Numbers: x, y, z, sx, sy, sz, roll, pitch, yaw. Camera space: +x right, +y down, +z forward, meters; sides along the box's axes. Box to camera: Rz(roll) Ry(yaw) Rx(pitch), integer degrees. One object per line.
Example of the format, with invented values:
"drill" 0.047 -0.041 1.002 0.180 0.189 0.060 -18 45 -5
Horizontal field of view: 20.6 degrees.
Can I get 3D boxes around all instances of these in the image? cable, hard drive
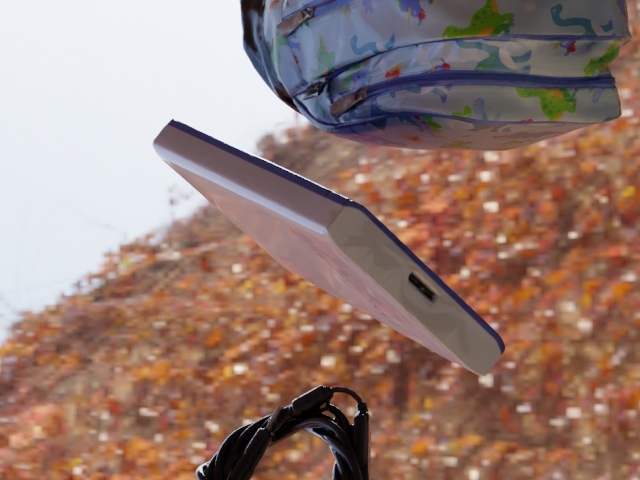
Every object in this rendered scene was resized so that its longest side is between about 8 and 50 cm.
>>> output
"cable" -0.032 0.192 1.339 0.184 0.151 0.047 -87 -26 -46
"hard drive" 0.000 0.000 1.510 0.210 0.319 0.040 42 -98 -33

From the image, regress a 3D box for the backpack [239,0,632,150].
"backpack" 0.123 -0.185 1.533 0.290 0.355 0.273 5 -111 -26
